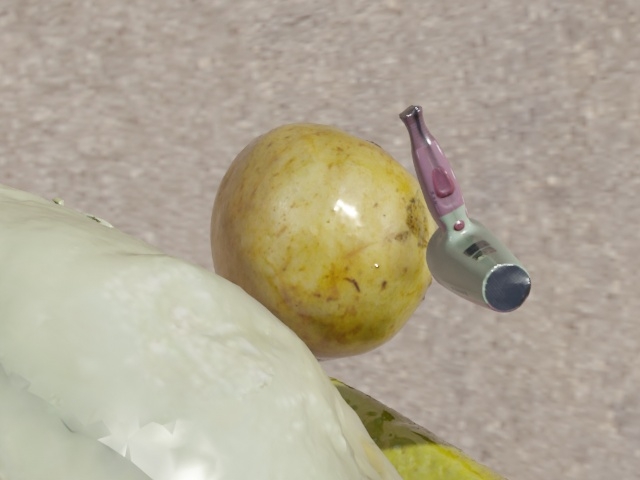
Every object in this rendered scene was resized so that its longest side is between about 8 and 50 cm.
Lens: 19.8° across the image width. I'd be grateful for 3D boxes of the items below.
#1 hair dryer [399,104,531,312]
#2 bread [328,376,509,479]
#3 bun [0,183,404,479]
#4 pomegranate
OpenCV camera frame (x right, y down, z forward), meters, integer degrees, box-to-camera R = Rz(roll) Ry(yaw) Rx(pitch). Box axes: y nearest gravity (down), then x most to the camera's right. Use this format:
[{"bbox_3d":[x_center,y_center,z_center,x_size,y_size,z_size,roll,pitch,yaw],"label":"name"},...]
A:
[{"bbox_3d":[0.091,-0.024,1.294,0.054,0.106,0.154,-31,105,-7],"label":"hair dryer"},{"bbox_3d":[0.070,0.263,1.293,0.233,0.361,0.245,-51,139,-2],"label":"bread"},{"bbox_3d":[-0.067,0.096,0.562,0.287,0.287,0.146,55,48,-16],"label":"bun"},{"bbox_3d":[0.000,0.000,1.915,0.260,0.260,0.260,-1,92,-24],"label":"pomegranate"}]
